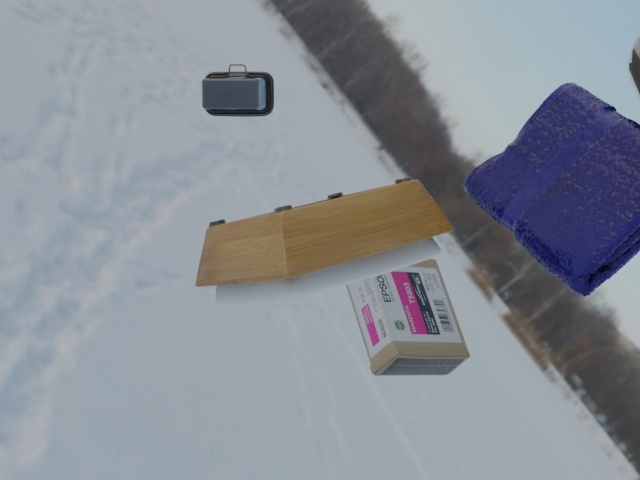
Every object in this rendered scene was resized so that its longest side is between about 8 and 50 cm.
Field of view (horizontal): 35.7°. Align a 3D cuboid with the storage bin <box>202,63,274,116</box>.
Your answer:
[{"bbox_3d":[-0.160,-0.280,1.856,0.091,0.135,0.098,-55,146,-80],"label":"storage bin"}]

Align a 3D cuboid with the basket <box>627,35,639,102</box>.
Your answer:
[{"bbox_3d":[0.491,-0.210,1.282,0.227,0.204,0.154,-84,164,-69],"label":"basket"}]

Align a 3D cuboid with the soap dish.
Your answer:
[{"bbox_3d":[0.000,0.000,1.368,0.229,0.290,0.118,-9,-85,54],"label":"soap dish"}]

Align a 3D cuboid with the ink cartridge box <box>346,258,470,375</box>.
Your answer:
[{"bbox_3d":[0.170,0.148,1.982,0.193,0.088,0.235,5,54,-34],"label":"ink cartridge box"}]

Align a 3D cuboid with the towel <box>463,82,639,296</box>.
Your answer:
[{"bbox_3d":[0.353,-0.074,1.356,0.076,0.227,0.308,40,8,-34],"label":"towel"}]
